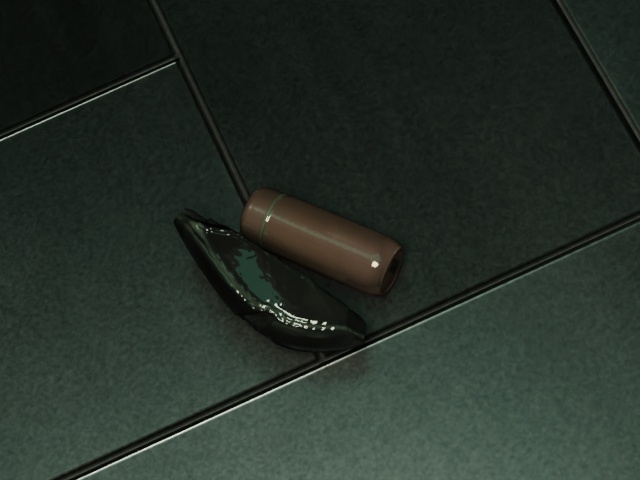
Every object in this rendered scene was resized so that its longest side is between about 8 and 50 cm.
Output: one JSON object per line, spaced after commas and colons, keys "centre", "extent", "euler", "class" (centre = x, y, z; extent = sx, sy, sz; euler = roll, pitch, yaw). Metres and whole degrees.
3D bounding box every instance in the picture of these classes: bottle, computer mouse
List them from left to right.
{"centre": [-0.048, 0.043, 1.561], "extent": [0.192, 0.106, 0.062], "euler": [31, 86, 12], "class": "computer mouse"}
{"centre": [0.000, 0.000, 1.600], "extent": [0.140, 0.053, 0.053], "euler": [23, 72, 16], "class": "bottle"}
